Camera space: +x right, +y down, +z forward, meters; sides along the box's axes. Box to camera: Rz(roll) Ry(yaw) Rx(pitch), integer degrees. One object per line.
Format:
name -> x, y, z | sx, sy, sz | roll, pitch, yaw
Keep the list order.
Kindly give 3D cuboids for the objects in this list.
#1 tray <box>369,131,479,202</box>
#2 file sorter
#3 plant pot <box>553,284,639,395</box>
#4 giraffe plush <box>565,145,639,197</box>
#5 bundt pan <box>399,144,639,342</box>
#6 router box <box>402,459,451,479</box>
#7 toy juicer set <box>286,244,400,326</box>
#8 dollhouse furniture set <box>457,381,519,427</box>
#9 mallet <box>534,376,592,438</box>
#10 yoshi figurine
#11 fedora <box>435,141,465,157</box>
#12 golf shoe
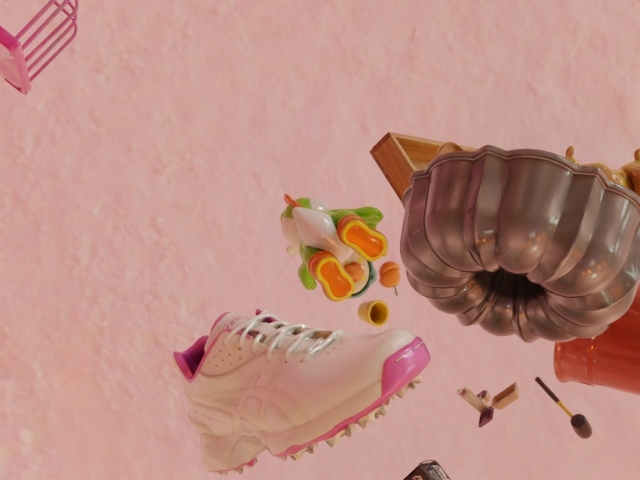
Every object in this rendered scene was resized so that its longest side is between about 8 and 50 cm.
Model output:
tray -> 0.301, -0.132, 1.701 | 0.076, 0.411, 0.203 | -44, 63, 32
file sorter -> -0.528, -0.407, 1.230 | 0.202, 0.290, 0.182 | 40, 76, -13
plant pot -> 0.652, 0.202, 1.482 | 0.265, 0.272, 0.272 | 17, 72, 37
giraffe plush -> 0.550, -0.088, 1.344 | 0.170, 0.181, 0.210 | -7, 32, -2
bundt pan -> 0.248, 0.030, 0.942 | 0.330, 0.331, 0.124 | 14, 63, 16
router box -> 0.099, 0.268, 0.633 | 0.092, 0.038, 0.122 | -49, 58, 16
toy juicer set -> 0.093, 0.048, 1.845 | 0.209, 0.329, 0.089 | -55, 26, -19
dollhouse furniture set -> 0.330, 0.289, 1.448 | 0.081, 0.091, 0.114 | 42, 122, -5
mallet -> 0.566, 0.384, 1.733 | 0.039, 0.062, 0.190 | -37, 46, 0
yoshi figurine -> 0.024, 0.011, 1.537 | 0.203, 0.362, 0.203 | -4, 107, -17
fedora -> 0.284, -0.104, 1.402 | 0.079, 0.194, 0.194 | -8, 65, 34
golf shoe -> -0.039, 0.118, 0.651 | 0.306, 0.115, 0.140 | -31, 86, 43
